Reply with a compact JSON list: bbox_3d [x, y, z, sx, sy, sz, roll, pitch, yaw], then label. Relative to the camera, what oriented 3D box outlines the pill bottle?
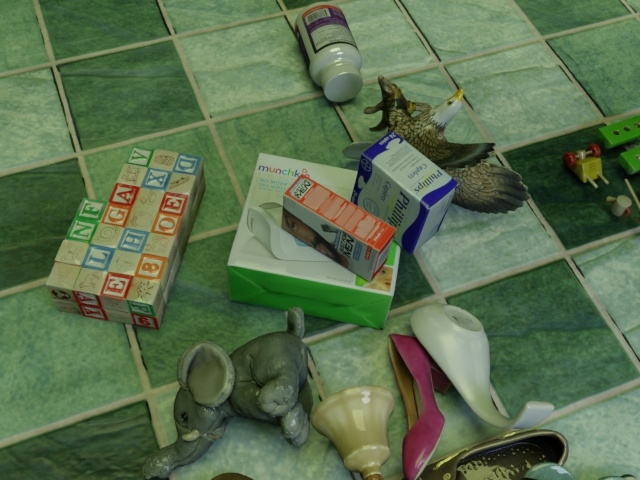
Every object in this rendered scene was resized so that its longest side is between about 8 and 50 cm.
[{"bbox_3d":[0.021,-0.374,1.499,0.108,0.108,0.193,-11,59,-11],"label":"pill bottle"}]

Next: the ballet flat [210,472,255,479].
[{"bbox_3d":[-0.060,0.428,0.946,0.116,0.124,0.342,-20,56,-15],"label":"ballet flat"}]

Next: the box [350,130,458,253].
[{"bbox_3d":[0.124,-0.072,1.151,0.137,0.126,0.072,41,61,19],"label":"box"}]

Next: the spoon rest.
[{"bbox_3d":[0.229,0.187,1.129,0.137,0.084,0.276,10,25,-31],"label":"spoon rest"}]

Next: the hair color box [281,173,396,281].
[{"bbox_3d":[0.024,-0.018,1.127,0.167,0.093,0.053,32,60,15],"label":"hair color box"}]

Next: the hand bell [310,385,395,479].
[{"bbox_3d":[0.072,0.328,0.997,0.126,0.126,0.242,-8,47,-9],"label":"hand bell"}]

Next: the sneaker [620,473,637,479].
[{"bbox_3d":[0.368,0.417,1.021,0.229,0.086,0.132,-17,62,-16],"label":"sneaker"}]

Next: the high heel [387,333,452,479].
[{"bbox_3d":[0.126,0.235,1.099,0.117,0.082,0.244,26,44,3],"label":"high heel"}]

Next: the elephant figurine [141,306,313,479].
[{"bbox_3d":[-0.140,0.221,1.084,0.239,0.169,0.186,-5,27,11],"label":"elephant figurine"}]

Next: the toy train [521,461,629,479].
[{"bbox_3d":[0.372,0.398,0.930,0.334,0.142,0.190,12,87,-3],"label":"toy train"}]

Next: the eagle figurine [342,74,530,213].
[{"bbox_3d":[0.193,-0.159,1.299,0.226,0.225,0.298,-18,57,-20],"label":"eagle figurine"}]

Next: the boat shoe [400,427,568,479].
[{"bbox_3d":[0.199,0.350,1.043,0.324,0.096,0.116,-18,59,-15],"label":"boat shoe"}]

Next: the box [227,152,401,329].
[{"bbox_3d":[0.000,0.000,1.244,0.262,0.126,0.231,12,58,2],"label":"box"}]

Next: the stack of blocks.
[{"bbox_3d":[-0.314,-0.015,1.254,0.171,0.087,0.297,10,57,3],"label":"stack of blocks"}]

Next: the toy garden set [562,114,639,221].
[{"bbox_3d":[0.588,-0.109,1.402,0.204,0.049,0.244,-19,61,-18],"label":"toy garden set"}]
